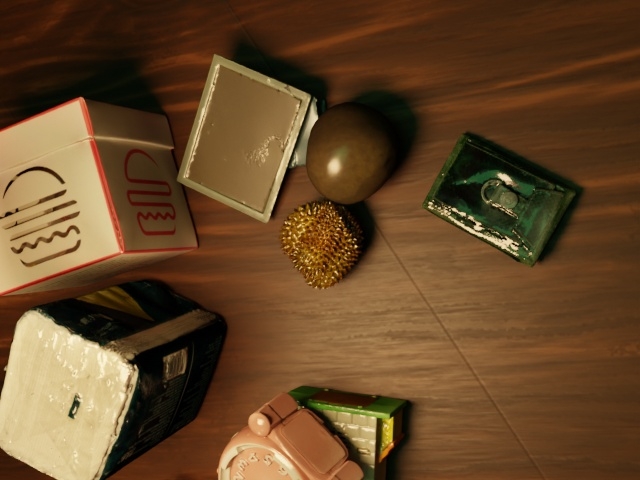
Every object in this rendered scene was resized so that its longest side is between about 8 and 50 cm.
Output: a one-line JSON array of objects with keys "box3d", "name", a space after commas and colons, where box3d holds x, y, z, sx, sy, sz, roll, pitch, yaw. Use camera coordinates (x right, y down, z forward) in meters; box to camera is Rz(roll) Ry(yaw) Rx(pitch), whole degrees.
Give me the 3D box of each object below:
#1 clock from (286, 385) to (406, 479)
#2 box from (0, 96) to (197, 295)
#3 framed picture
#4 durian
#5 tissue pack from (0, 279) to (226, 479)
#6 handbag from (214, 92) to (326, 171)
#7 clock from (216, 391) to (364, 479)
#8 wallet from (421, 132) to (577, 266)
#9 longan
[{"box3d": [0.037, 0.419, 1.765, 0.220, 0.106, 0.255, 5, 97, 22], "name": "clock"}, {"box3d": [-0.466, -0.078, 1.833, 0.314, 0.312, 0.300, -18, 85, 19], "name": "box"}, {"box3d": [-0.151, -0.196, 1.820, 0.216, 0.016, 0.273, 26, 111, 13], "name": "framed picture"}, {"box3d": [0.000, 0.000, 1.756, 0.158, 0.137, 0.168, 36, 112, -4], "name": "durian"}, {"box3d": [-0.375, 0.245, 1.744, 0.253, 0.416, 0.264, 23, 102, 15], "name": "tissue pack"}, {"box3d": [-0.095, -0.207, 1.833, 0.221, 0.057, 0.144, -4, 95, 20], "name": "handbag"}, {"box3d": [-0.070, 0.428, 1.688, 0.227, 0.142, 0.241, 44, 120, 13], "name": "clock"}, {"box3d": [0.315, -0.074, 1.678, 0.236, 0.055, 0.160, 31, 94, 18], "name": "wallet"}, {"box3d": [0.056, -0.161, 1.714, 0.189, 0.189, 0.189, 0, 91, 21], "name": "longan"}]
